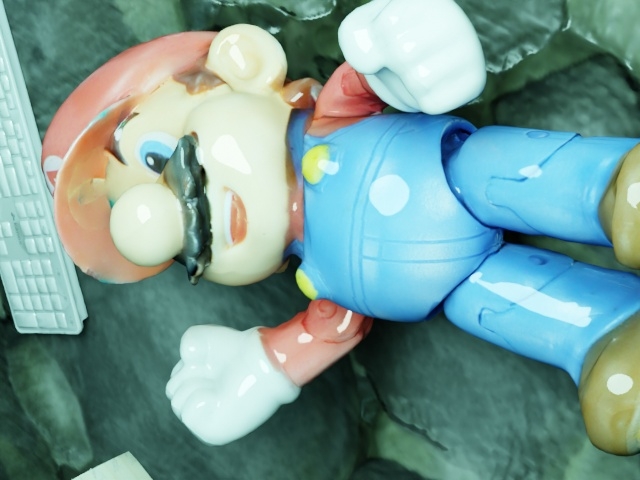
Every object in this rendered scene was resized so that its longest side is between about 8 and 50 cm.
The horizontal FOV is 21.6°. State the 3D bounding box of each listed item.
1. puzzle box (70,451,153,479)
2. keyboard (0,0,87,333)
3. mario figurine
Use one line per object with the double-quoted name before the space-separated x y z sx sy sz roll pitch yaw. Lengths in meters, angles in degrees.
"puzzle box" -0.126 0.356 1.069 0.272 0.052 0.409 47 132 18
"keyboard" -0.193 -0.067 0.989 0.072 0.014 0.256 -5 103 43
"mario figurine" 0.000 0.000 0.723 0.321 0.170 0.198 14 81 30
